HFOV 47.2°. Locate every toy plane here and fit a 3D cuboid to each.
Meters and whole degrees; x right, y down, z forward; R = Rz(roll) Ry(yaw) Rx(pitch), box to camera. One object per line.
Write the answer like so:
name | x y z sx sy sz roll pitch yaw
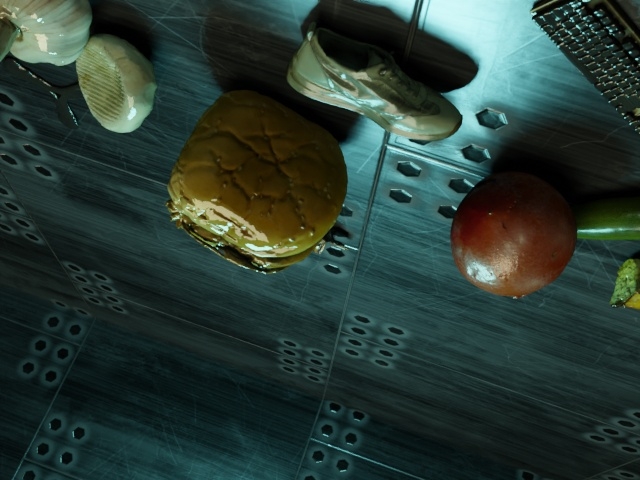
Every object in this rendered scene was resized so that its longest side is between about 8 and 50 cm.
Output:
toy plane | 0.005 -0.011 1.594 0.135 0.062 0.188 24 170 -3

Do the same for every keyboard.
keyboard | 0.405 -0.213 0.956 0.317 0.027 0.106 35 152 -26

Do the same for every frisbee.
frisbee | -0.535 -0.304 1.505 0.187 0.012 0.211 1 147 35

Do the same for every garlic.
garlic | -0.478 -0.332 1.157 0.199 0.226 0.199 13 144 10

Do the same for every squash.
squash | 0.506 -0.034 1.174 0.318 0.071 0.080 -6 146 44

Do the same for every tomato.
tomato | 0.310 -0.014 1.213 0.184 0.208 0.208 43 148 -21

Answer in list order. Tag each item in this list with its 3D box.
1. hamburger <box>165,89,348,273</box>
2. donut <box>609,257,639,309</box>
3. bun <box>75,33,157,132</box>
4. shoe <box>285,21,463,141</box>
hamburger | -0.102 -0.097 1.266 0.318 0.319 0.158 25 158 -9
donut | 0.622 0.069 1.240 0.152 0.101 0.259 14 159 -6
bun | -0.350 -0.285 1.299 0.183 0.102 0.183 25 129 35
shoe | 0.085 -0.233 1.081 0.274 0.103 0.098 21 143 -1
